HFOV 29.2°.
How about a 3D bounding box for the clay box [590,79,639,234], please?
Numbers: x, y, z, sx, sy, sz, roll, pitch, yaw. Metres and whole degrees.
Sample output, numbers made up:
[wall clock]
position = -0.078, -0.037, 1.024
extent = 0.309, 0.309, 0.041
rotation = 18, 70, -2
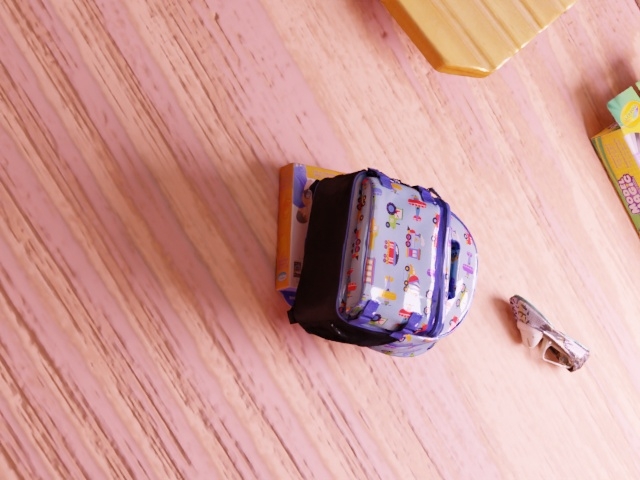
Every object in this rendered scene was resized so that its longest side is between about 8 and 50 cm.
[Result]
[clay box]
position = 0.398, -0.078, 1.410
extent = 0.127, 0.053, 0.222
rotation = -32, 97, -33

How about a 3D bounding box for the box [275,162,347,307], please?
[box]
position = 0.000, 0.000, 1.158
extent = 0.081, 0.028, 0.136
rotation = 9, 74, -31

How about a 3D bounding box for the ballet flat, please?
[ballet flat]
position = 0.233, 0.102, 1.279
extent = 0.114, 0.041, 0.041
rotation = 37, 63, -20

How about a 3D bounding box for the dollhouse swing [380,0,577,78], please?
[dollhouse swing]
position = 0.165, -0.386, 1.163
extent = 0.347, 0.315, 0.305
rotation = -40, 81, -21

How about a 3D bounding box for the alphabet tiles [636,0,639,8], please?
[alphabet tiles]
position = 0.528, -0.315, 1.568
extent = 0.342, 0.011, 0.285
rotation = -37, 100, -32

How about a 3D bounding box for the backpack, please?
[backpack]
position = 0.074, 0.027, 1.116
extent = 0.173, 0.117, 0.158
rotation = 20, 71, -31
